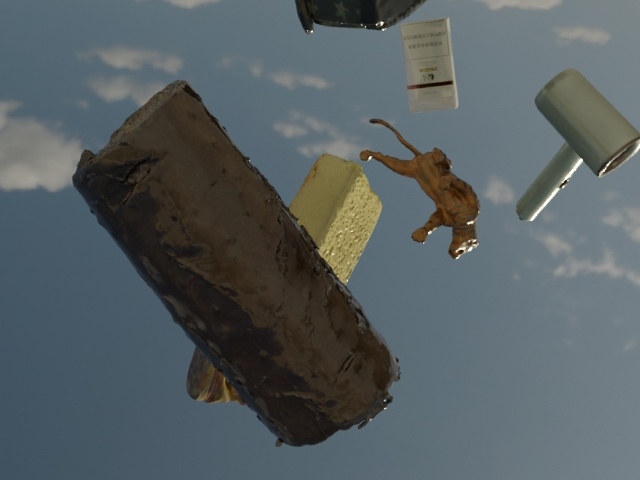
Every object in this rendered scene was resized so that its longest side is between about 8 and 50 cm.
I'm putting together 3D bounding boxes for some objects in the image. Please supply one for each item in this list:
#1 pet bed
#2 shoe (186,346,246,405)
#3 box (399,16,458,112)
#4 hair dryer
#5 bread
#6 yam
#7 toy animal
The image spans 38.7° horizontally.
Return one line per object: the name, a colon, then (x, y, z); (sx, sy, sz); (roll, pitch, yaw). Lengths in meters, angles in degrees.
pet bed: (0.031, -0.362, 1.047); (0.159, 0.211, 0.183); (12, -140, 33)
shoe: (-0.078, 0.098, 0.830); (0.069, 0.109, 0.072); (24, 164, -32)
box: (0.188, -0.301, 1.569); (0.084, 0.154, 0.040); (-4, -163, 15)
hair dryer: (0.313, -0.106, 1.201); (0.073, 0.236, 0.131); (-28, -111, -28)
bread: (-0.001, 0.001, 1.104); (0.068, 0.125, 0.188); (19, -108, 27)
yam: (-0.064, 0.024, 0.688); (0.131, 0.279, 0.131); (-35, -165, 11)
toy animal: (0.159, -0.103, 1.367); (0.116, 0.114, 0.255); (5, -132, -52)
